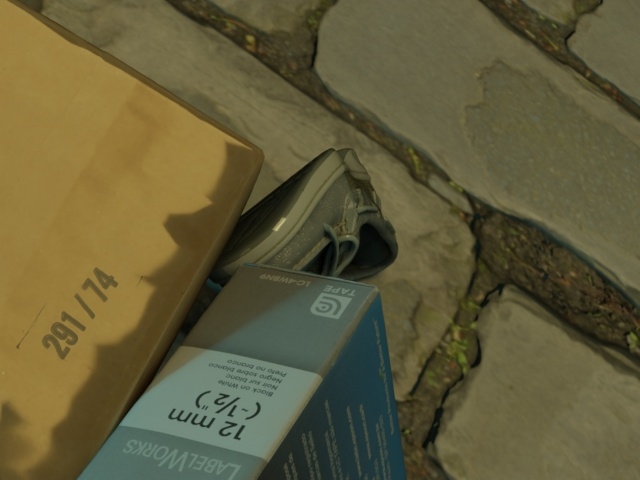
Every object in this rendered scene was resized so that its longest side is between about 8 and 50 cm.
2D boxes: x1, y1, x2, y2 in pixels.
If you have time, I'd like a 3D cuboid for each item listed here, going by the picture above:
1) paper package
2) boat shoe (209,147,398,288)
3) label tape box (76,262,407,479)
[{"bbox_3d":[-0.246,0.021,0.991,0.309,0.168,0.325,31,70,-12],"label":"paper package"},{"bbox_3d":[-0.002,0.001,1.199,0.103,0.118,0.320,53,11,1],"label":"boat shoe"},{"bbox_3d":[-0.064,0.217,0.973,0.115,0.249,0.348,12,41,26],"label":"label tape box"}]
